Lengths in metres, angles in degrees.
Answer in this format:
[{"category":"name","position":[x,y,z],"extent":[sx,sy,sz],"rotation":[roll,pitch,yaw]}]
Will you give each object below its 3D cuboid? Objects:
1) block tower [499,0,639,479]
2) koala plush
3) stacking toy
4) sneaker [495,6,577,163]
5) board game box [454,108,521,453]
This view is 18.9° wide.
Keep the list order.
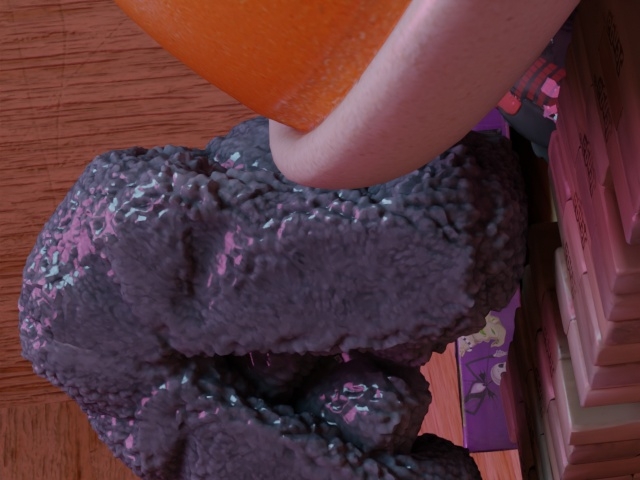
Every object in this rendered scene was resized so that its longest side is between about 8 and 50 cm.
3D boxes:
[{"category":"block tower","position":[0.128,0.018,0.694],"extent":[0.335,0.091,0.097],"rotation":[89,175,-62]},{"category":"koala plush","position":[0.000,0.000,0.821],"extent":[0.221,0.203,0.196],"rotation":[-59,-23,-56]},{"category":"stacking toy","position":[-0.115,-0.253,0.541],"extent":[0.350,0.480,0.350],"rotation":[-157,90,-80]},{"category":"sneaker","position":[0.100,-0.155,0.812],"extent":[0.135,0.098,0.276],"rotation":[85,179,-51]},{"category":"board game box","position":[0.099,-0.060,1.244],"extent":[0.208,0.056,0.346],"rotation":[-65,-28,-74]}]
